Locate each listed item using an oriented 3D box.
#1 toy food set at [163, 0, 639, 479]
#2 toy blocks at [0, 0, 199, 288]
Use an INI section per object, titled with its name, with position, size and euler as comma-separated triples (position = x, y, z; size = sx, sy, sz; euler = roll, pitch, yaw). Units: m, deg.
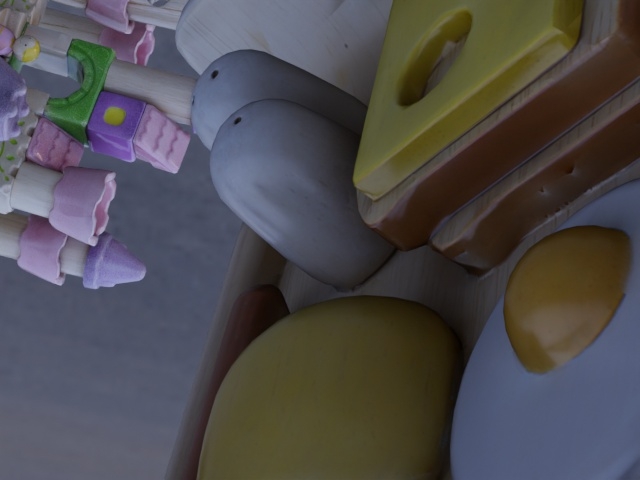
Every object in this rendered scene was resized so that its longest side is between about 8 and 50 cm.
[toy food set]
position = 0.000, 0.000, 0.371
size = 0.092, 0.306, 0.219
euler = 33, 135, -21
[toy blocks]
position = -0.182, -0.129, 1.550
size = 0.260, 0.289, 0.309
euler = 15, 155, 5
